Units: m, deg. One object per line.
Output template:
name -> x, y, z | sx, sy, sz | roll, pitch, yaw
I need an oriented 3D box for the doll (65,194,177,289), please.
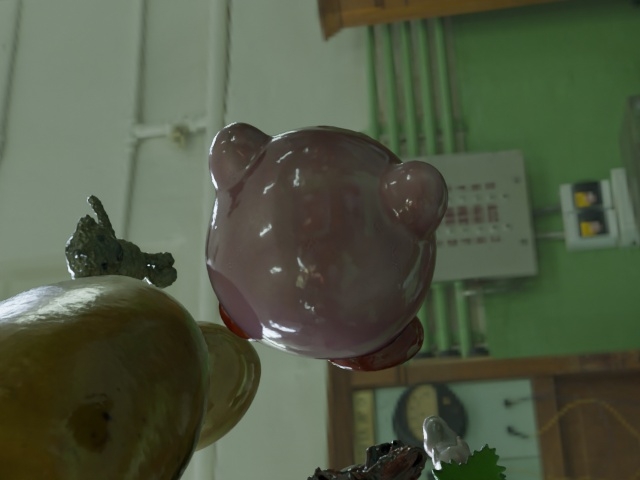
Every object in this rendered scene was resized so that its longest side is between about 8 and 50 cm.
doll -> -0.320, 0.045, 1.760 | 0.286, 0.091, 0.203 | 58, -151, -51

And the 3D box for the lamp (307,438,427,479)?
lamp -> 0.046, 0.365, 1.423 | 0.215, 0.151, 0.223 | -23, -65, -46

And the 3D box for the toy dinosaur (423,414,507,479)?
toy dinosaur -> 0.213, 0.391, 1.751 | 0.194, 0.152, 0.177 | 62, 172, 4

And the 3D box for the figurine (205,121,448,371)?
figurine -> 0.000, 0.000, 0.759 | 0.173, 0.173, 0.173 | -6, -90, -82

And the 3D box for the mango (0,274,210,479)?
mango -> -0.251, 0.160, 0.956 | 0.446, 0.300, 0.232 | -66, -41, -71

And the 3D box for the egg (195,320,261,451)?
egg -> -0.203, 0.223, 1.657 | 0.201, 0.244, 0.201 | 28, 128, 43
